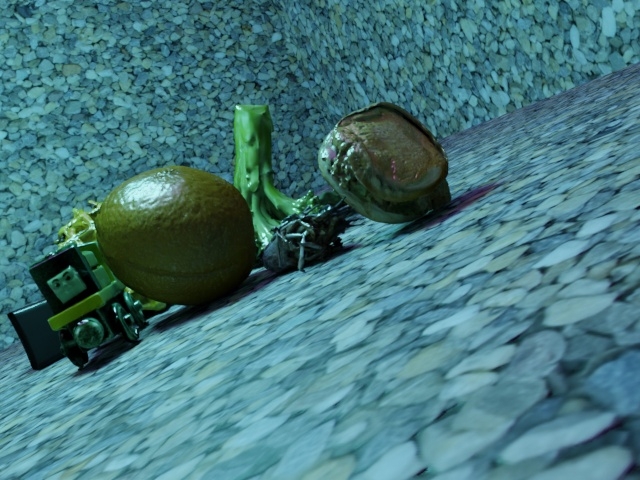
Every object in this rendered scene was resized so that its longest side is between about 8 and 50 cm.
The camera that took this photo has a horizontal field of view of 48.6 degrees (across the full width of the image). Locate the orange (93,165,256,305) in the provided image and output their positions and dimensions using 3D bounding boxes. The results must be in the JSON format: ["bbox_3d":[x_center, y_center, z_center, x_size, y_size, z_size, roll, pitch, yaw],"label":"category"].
[{"bbox_3d":[-0.327,-0.009,1.612,0.357,0.321,0.322,5,11,6],"label":"orange"}]

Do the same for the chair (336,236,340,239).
[{"bbox_3d":[0.000,0.002,1.671,0.086,0.042,0.037,17,25,19],"label":"chair"}]

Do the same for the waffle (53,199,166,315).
[{"bbox_3d":[-0.539,0.036,1.928,0.380,0.382,0.095,1,-39,-4],"label":"waffle"}]

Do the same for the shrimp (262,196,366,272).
[{"bbox_3d":[-0.024,-0.008,1.471,0.145,0.116,0.343,-30,2,-36],"label":"shrimp"}]

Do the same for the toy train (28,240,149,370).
[{"bbox_3d":[-0.520,0.131,1.601,0.160,0.253,0.397,-27,6,-6],"label":"toy train"}]

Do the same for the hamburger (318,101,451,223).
[{"bbox_3d":[0.139,-0.151,1.406,0.146,0.286,0.243,119,163,-54],"label":"hamburger"}]

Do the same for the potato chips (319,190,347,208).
[{"bbox_3d":[0.076,-0.134,2.177,0.373,0.097,0.389,-25,5,13],"label":"potato chips"}]

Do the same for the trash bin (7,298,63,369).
[{"bbox_3d":[-0.693,0.221,1.910,0.226,0.165,0.115,-26,5,-33],"label":"trash bin"}]

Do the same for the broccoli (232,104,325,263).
[{"bbox_3d":[-0.193,-0.130,1.882,0.353,0.397,0.275,-31,4,13],"label":"broccoli"}]
